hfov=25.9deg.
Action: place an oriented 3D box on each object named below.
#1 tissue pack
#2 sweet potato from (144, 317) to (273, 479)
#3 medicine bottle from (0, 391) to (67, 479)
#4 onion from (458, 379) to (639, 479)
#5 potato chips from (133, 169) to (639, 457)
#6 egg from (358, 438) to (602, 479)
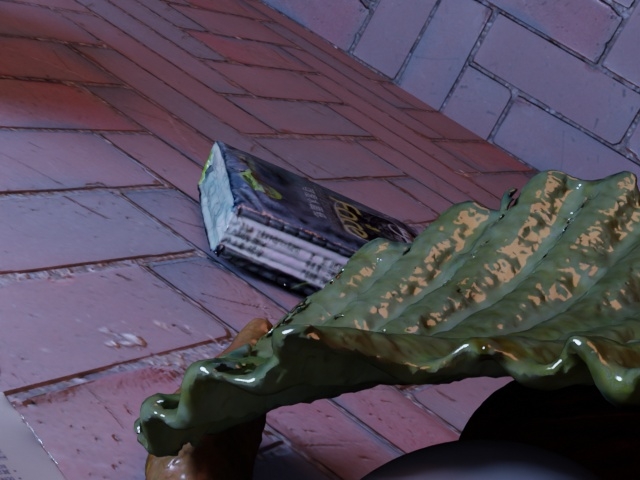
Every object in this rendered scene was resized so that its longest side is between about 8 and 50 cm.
[{"bbox_3d":[0.000,0.000,1.335,0.235,0.073,0.173,23,17,-18],"label":"tissue pack"},{"bbox_3d":[-0.072,0.126,0.826,0.072,0.066,0.314,20,19,0],"label":"sweet potato"},{"bbox_3d":[-0.198,0.123,0.631,0.201,0.052,0.171,13,22,-48],"label":"medicine bottle"},{"bbox_3d":[0.212,0.174,0.889,0.281,0.281,0.221,11,53,-48],"label":"onion"},{"bbox_3d":[0.098,0.038,0.757,0.373,0.097,0.389,-6,10,16],"label":"potato chips"},{"bbox_3d":[0.076,0.184,0.673,0.176,0.176,0.232,34,22,19],"label":"egg"}]
